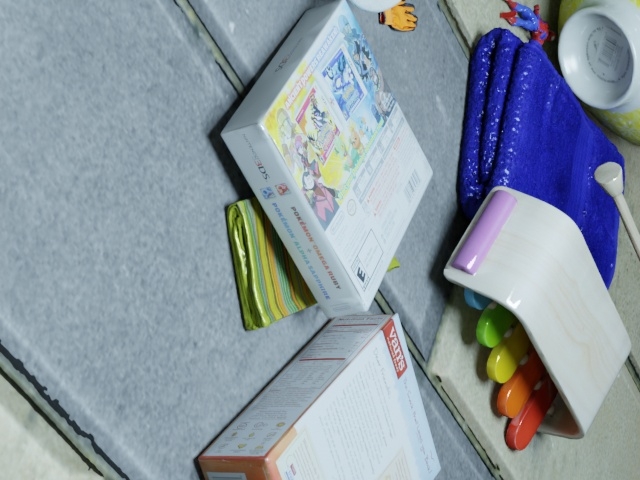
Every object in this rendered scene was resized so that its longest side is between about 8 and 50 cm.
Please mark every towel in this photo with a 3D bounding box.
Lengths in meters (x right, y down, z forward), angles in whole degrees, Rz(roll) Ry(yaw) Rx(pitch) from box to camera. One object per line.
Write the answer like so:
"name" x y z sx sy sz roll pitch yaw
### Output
"towel" 0.253 -0.071 1.585 0.308 0.076 0.227 35 56 -51
"towel" 0.000 0.000 1.215 0.237 0.021 0.102 -20 103 -58

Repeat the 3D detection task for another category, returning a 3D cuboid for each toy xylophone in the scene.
"toy xylophone" 0.248 0.064 1.489 0.236 0.081 0.322 -51 136 -28

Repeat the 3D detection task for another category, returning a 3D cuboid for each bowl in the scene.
"bowl" 0.362 -0.222 1.638 0.156 0.289 0.289 -21 104 -34

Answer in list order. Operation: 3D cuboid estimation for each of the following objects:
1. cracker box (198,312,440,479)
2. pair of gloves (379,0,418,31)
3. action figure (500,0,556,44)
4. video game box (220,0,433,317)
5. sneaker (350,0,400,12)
"cracker box" 0.007 0.178 1.156 0.232 0.067 0.155 -41 121 -52
"pair of gloves" 0.074 -0.240 1.381 0.074 0.010 0.083 -3 87 -58
"action figure" 0.237 -0.246 1.635 0.115 0.030 0.038 22 62 -58
"video game box" 0.012 -0.070 1.198 0.187 0.048 0.205 63 33 -26
"sneaker" 0.009 -0.296 1.240 0.094 0.080 0.212 -81 147 -73
